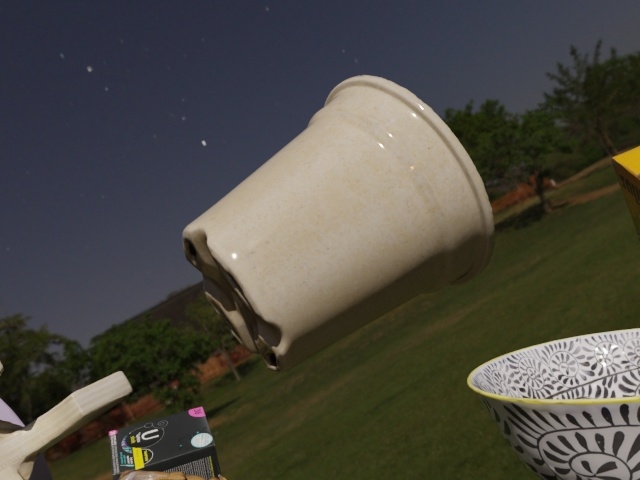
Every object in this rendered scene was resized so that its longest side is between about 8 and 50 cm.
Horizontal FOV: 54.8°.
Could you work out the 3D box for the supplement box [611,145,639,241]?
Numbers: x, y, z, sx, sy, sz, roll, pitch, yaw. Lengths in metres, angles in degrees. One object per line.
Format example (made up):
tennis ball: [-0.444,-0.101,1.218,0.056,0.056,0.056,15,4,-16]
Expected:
supplement box: [0.584,-0.069,0.739,0.356,0.195,0.194,-25,19,13]

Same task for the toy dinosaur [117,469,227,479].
toy dinosaur: [-0.103,0.263,0.624,0.112,0.211,0.064,130,162,-75]

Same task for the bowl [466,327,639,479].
bowl: [0.173,0.101,0.336,0.170,0.080,0.170,-12,-2,-1]

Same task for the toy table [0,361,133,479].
toy table: [-0.309,0.203,0.560,0.161,0.274,0.252,-39,1,28]

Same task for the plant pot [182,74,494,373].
plant pot: [0.000,0.000,0.827,0.305,0.334,0.334,-34,-4,-21]

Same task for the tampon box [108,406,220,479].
tampon box: [-0.255,0.366,1.019,0.161,0.102,0.120,-12,21,-18]
